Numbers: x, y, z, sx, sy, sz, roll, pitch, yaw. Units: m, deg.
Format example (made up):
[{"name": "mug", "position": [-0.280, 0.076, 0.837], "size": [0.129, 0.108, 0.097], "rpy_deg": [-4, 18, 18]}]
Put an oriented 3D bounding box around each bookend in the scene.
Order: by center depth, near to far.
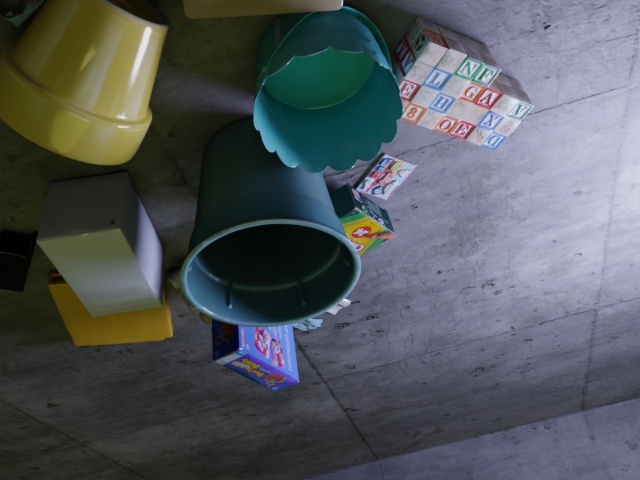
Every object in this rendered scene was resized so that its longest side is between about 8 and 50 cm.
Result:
[{"name": "bookend", "position": [-0.765, 0.037, 1.409], "size": [0.157, 0.072, 0.156], "rpy_deg": [13, 135, -25]}]

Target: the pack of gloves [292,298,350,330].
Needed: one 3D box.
[{"name": "pack of gloves", "position": [-0.054, 0.218, 1.805], "size": [0.232, 0.046, 0.195], "rpy_deg": [22, 130, -33]}]

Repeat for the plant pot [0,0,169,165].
[{"name": "plant pot", "position": [-0.372, -0.291, 0.979], "size": [0.254, 0.254, 0.239], "rpy_deg": [22, 116, -33]}]

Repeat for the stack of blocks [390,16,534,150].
[{"name": "stack of blocks", "position": [0.279, -0.306, 1.205], "size": [0.297, 0.087, 0.171], "rpy_deg": [13, 135, -25]}]

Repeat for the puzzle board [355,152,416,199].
[{"name": "puzzle board", "position": [0.156, -0.148, 1.432], "size": [0.096, 0.011, 0.128], "rpy_deg": [15, 135, -28]}]

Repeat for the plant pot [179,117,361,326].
[{"name": "plant pot", "position": [-0.116, -0.052, 1.235], "size": [0.341, 0.334, 0.341], "rpy_deg": [-7, 141, -5]}]

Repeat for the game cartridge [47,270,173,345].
[{"name": "game cartridge", "position": [-0.566, 0.188, 1.660], "size": [0.285, 0.052, 0.323], "rpy_deg": [-2, 143, -10]}]

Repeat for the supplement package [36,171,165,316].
[{"name": "supplement package", "position": [-0.481, 0.014, 1.360], "size": [0.178, 0.175, 0.293], "rpy_deg": [-8, 141, -1]}]

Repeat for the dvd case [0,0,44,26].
[{"name": "dvd case", "position": [-0.492, -0.411, 0.969], "size": [0.119, 0.013, 0.087], "rpy_deg": [-30, 137, 22]}]

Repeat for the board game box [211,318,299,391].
[{"name": "board game box", "position": [-0.166, 0.170, 1.483], "size": [0.078, 0.347, 0.233], "rpy_deg": [-27, 138, 20]}]

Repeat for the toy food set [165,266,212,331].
[{"name": "toy food set", "position": [-0.296, 0.133, 1.544], "size": [0.104, 0.232, 0.111], "rpy_deg": [-40, 157, -17]}]

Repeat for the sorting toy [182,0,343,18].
[{"name": "sorting toy", "position": [-0.094, -0.483, 0.908], "size": [0.257, 0.089, 0.255], "rpy_deg": [-6, 141, -6]}]

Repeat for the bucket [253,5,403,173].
[{"name": "bucket", "position": [0.006, -0.282, 1.101], "size": [0.281, 0.183, 0.281], "rpy_deg": [-7, 141, -5]}]

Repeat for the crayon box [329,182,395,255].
[{"name": "crayon box", "position": [0.000, 0.000, 1.499], "size": [0.318, 0.081, 0.202], "rpy_deg": [-30, 148, 24]}]
